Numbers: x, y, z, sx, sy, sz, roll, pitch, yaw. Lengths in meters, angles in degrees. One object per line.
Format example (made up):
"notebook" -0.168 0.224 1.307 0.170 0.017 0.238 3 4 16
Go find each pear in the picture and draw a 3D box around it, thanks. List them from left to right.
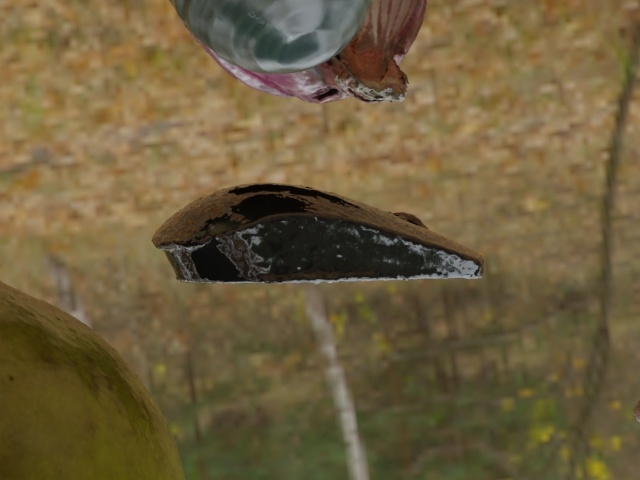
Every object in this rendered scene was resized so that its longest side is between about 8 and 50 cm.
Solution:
"pear" -0.271 0.194 1.369 0.352 0.352 0.413 -4 -143 -23

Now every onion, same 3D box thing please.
"onion" -0.012 -0.212 1.879 0.267 0.349 0.159 -4 139 -17

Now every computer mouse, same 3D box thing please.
"computer mouse" -0.001 -0.005 1.599 0.295 0.087 0.168 1 180 -16

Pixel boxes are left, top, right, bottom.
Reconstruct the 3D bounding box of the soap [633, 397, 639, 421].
"soap" 0.395 0.126 1.560 0.199 0.182 0.138 38 167 -33

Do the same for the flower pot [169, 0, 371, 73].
"flower pot" -0.055 -0.255 1.618 0.189 0.243 0.157 10 134 -47
